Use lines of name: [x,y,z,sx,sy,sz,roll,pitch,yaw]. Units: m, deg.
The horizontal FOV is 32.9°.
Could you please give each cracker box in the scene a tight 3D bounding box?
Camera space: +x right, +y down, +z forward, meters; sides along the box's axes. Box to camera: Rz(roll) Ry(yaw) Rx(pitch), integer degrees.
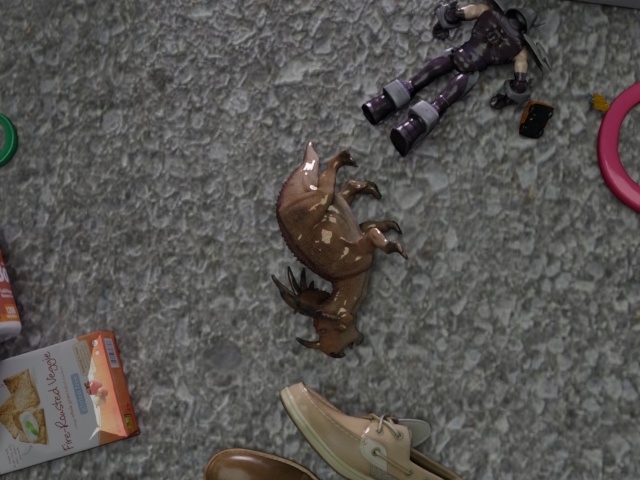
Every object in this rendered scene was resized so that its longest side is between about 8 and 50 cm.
cracker box: [-0.391,0.234,1.539,0.232,0.067,0.155,-18,82,5]

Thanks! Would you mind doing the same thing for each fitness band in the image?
fitness band: [0.528,-0.127,1.482,0.291,0.054,0.209,4,84,8]

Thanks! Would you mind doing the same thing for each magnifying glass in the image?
magnifying glass: [-0.566,-0.162,1.629,0.231,0.026,0.092,10,85,6]

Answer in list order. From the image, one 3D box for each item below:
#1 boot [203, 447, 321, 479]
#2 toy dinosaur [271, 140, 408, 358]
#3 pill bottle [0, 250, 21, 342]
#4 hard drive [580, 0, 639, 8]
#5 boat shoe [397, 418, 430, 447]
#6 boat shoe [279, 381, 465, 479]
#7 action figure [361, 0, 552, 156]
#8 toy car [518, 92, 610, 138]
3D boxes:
boot: [-0.028,0.376,1.458,0.305,0.115,0.112,30,89,10]
toy dinosaur: [0.000,0.000,1.498,0.200,0.127,0.295,-31,75,9]
pill bottle: [-0.512,0.045,1.547,0.121,0.121,0.216,-18,82,4]
hard drive: [0.375,-0.371,1.436,0.353,0.233,0.047,9,83,8]
boat shoe: [0.089,0.267,1.495,0.125,0.038,0.046,-17,103,6]
boat shoe: [0.076,0.272,1.425,0.302,0.109,0.098,41,96,-14]
action figure: [0.195,-0.242,1.516,0.285,0.099,0.185,-37,74,-3]
toy car: [0.338,-0.177,1.523,0.122,0.060,0.040,-2,39,-2]
